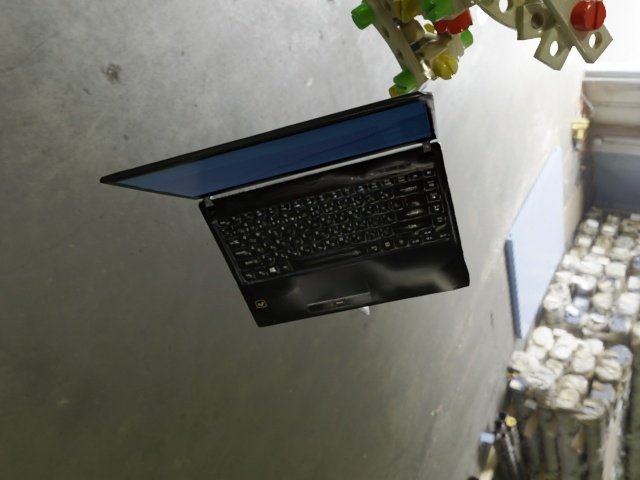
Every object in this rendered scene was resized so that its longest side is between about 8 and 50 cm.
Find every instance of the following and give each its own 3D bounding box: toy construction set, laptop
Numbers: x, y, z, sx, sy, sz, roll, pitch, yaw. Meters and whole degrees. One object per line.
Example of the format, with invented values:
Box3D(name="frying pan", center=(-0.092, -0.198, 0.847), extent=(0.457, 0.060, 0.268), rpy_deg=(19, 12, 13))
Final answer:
Box3D(name="toy construction set", center=(0.157, -0.261, 0.678), extent=(0.151, 0.327, 0.215), rpy_deg=(-42, 118, -19))
Box3D(name="laptop", center=(0.000, 0.000, 0.497), extent=(0.137, 0.234, 0.265), rpy_deg=(-84, 158, -55))

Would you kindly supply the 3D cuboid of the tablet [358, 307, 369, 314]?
Box3D(name="tablet", center=(0.041, 0.065, 0.792), extent=(0.083, 0.006, 0.054), rpy_deg=(37, 35, -46))
